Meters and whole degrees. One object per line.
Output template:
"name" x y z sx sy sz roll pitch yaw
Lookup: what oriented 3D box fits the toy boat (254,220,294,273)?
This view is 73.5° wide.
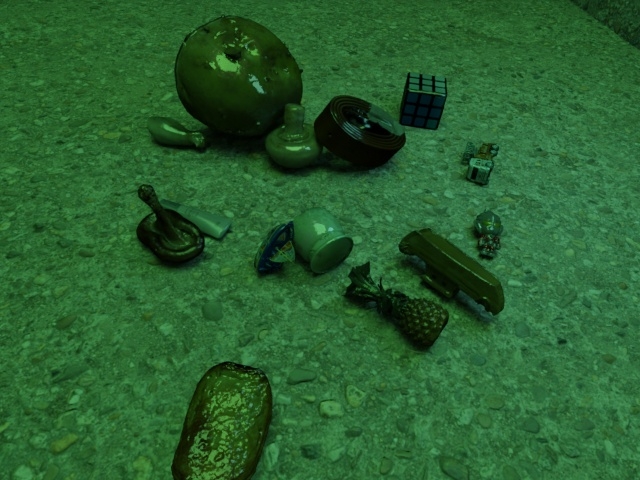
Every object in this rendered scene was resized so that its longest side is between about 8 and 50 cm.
"toy boat" -0.104 0.029 1.151 0.091 0.175 0.110 4 27 -49

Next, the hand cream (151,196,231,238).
"hand cream" -0.394 -0.074 1.304 0.255 0.048 0.079 20 57 10

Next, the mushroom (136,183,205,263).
"mushroom" -0.428 -0.055 1.163 0.227 0.217 0.148 27 58 20

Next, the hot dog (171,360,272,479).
"hot dog" -0.196 0.385 0.862 0.175 0.114 0.259 13 50 1

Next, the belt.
"belt" 0.145 -0.378 1.501 0.339 0.122 0.217 8 60 -31

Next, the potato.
"potato" -0.242 -0.552 1.521 0.319 0.385 0.442 37 50 25

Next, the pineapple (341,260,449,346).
"pineapple" 0.189 0.156 1.102 0.277 0.119 0.130 29 70 22

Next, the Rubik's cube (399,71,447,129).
"Rubik's cube" 0.416 -0.567 1.745 0.161 0.162 0.163 10 47 3

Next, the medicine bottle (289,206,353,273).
"medicine bottle" 0.000 0.000 1.202 0.147 0.147 0.143 -23 57 -24

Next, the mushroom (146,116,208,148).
"mushroom" -0.517 -0.391 1.550 0.225 0.093 0.116 16 27 16

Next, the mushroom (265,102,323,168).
"mushroom" -0.079 -0.352 1.492 0.206 0.209 0.206 21 46 -23

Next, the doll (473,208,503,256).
"doll" 0.520 -0.027 1.326 0.094 0.079 0.180 11 60 4

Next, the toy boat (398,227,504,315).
"toy boat" 0.352 0.089 1.169 0.321 0.121 0.089 40 32 27

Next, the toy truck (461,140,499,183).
"toy truck" 0.574 -0.287 1.560 0.115 0.080 0.177 16 47 16
